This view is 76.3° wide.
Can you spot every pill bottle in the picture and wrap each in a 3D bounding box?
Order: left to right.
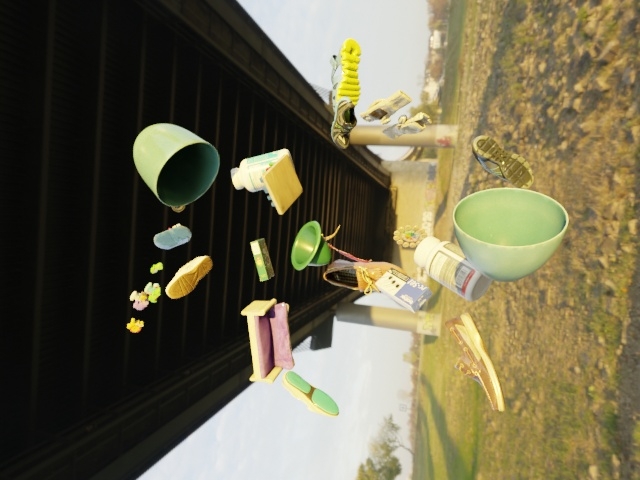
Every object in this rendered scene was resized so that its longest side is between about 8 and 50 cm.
[{"bbox_3d":[-0.249,-0.298,1.776,0.146,0.263,0.147,-13,-90,-85],"label":"pill bottle"},{"bbox_3d":[0.669,0.131,2.068,0.210,0.362,0.211,-23,-50,-30],"label":"pill bottle"}]

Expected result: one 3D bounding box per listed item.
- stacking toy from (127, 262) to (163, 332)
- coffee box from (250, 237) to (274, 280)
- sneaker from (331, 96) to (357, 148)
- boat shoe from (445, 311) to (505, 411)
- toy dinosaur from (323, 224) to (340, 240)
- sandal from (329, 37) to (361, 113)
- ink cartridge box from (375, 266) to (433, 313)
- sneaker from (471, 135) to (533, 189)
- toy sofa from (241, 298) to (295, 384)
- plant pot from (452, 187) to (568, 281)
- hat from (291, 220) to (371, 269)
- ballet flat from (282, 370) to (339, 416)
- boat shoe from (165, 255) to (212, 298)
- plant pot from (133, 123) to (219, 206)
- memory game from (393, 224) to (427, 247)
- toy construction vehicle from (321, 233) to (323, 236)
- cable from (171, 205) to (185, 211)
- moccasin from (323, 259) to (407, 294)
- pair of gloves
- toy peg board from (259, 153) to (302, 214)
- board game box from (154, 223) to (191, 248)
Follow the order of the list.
[{"bbox_3d":[-0.644,0.209,1.518,0.052,0.221,0.167,28,-158,-35],"label":"stacking toy"},{"bbox_3d":[-0.267,0.087,1.875,0.113,0.040,0.184,-42,-63,-80],"label":"coffee box"},{"bbox_3d":[0.085,-0.399,1.414,0.067,0.078,0.188,-20,-40,-24],"label":"sneaker"},{"bbox_3d":[0.529,0.425,1.418,0.123,0.123,0.342,43,-152,-55],"label":"boat shoe"},{"bbox_3d":[0.000,0.000,1.925,0.112,0.211,0.064,70,-164,-49],"label":"toy dinosaur"},{"bbox_3d":[0.099,-0.707,1.797,0.126,0.138,0.318,4,-85,-37],"label":"sandal"},{"bbox_3d":[0.303,0.178,1.502,0.097,0.207,0.046,-43,-56,-10],"label":"ink cartridge box"},{"bbox_3d":[0.679,-0.291,1.530,0.101,0.267,0.106,-45,-9,1],"label":"sneaker"},{"bbox_3d":[-0.239,0.467,1.896,0.150,0.176,0.363,-34,-58,-69],"label":"toy sofa"},{"bbox_3d":[0.535,0.006,1.180,0.290,0.289,0.196,-66,-29,-49],"label":"plant pot"},{"bbox_3d":[0.023,0.051,1.399,0.173,0.183,0.209,-58,28,18],"label":"hat"},{"bbox_3d":[-0.044,0.581,1.518,0.086,0.248,0.086,-52,-8,-10],"label":"ballet flat"},{"bbox_3d":[-0.625,0.169,1.901,0.277,0.096,0.098,-47,-47,-46],"label":"boat shoe"},{"bbox_3d":[-0.587,-0.321,1.605,0.293,0.235,0.293,-43,-20,-20],"label":"plant pot"},{"bbox_3d":[0.491,-0.020,2.227,0.186,0.186,0.012,76,-161,-49],"label":"memory game"},{"bbox_3d":[-0.044,-0.026,2.200,0.085,0.098,0.035,-7,-82,-47],"label":"toy construction vehicle"},{"bbox_3d":[-0.670,-0.272,1.855,0.139,0.072,0.288,-29,-47,-16],"label":"cable"},{"bbox_3d":[0.188,0.157,1.735,0.147,0.379,0.139,-36,-51,-50],"label":"moccasin"},{"bbox_3d":[0.293,-0.467,1.569,0.240,0.204,0.042,25,-115,-42],"label":"pair of gloves"},{"bbox_3d":[-0.160,-0.204,1.495,0.161,0.079,0.161,-54,-47,-40],"label":"toy peg board"},{"bbox_3d":[-0.695,-0.023,1.914,0.133,0.168,0.033,80,165,-58],"label":"board game box"}]
